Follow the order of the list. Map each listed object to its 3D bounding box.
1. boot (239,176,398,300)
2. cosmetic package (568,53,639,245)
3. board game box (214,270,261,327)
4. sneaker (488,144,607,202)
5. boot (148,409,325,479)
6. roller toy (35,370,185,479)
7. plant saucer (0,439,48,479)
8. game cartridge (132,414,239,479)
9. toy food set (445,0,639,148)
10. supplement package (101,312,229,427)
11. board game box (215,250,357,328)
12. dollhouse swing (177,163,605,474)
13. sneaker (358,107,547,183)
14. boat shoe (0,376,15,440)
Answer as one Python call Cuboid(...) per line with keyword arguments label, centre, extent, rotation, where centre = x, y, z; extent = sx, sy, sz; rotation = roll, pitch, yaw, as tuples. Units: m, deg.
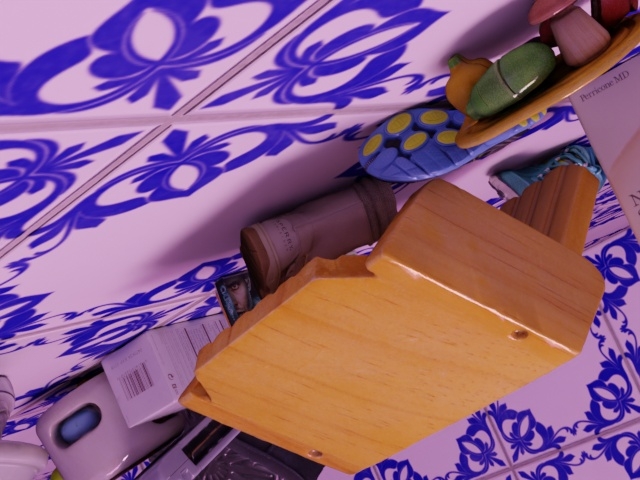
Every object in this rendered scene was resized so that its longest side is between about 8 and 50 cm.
Cuboid(label="boot", centre=(0.000, 0.000, 1.224), extent=(0.165, 0.077, 0.213), rotation=(-25, 170, -8))
Cuboid(label="cosmetic package", centre=(0.403, -0.051, 1.204), extent=(0.160, 0.309, 0.113), rotation=(-30, 169, 27))
Cuboid(label="board game box", centre=(-0.035, 0.086, 1.441), extent=(0.186, 0.126, 0.026), rotation=(-15, 167, -43))
Cuboid(label="sneaker", centre=(0.307, -0.081, 1.517), extent=(0.110, 0.107, 0.275), rotation=(-51, 163, 27))
Cuboid(label="boot", centre=(-0.108, 0.270, 2.061), extent=(0.146, 0.367, 0.445), rotation=(-60, 174, 33))
Cuboid(label="roller toy", centre=(-0.306, 0.264, 1.688), extent=(0.209, 0.146, 0.191), rotation=(-30, 173, -30))
Cuboid(label="plant saucer", centre=(-0.490, 0.288, 1.223), extent=(0.400, 0.101, 0.400), rotation=(-7, 164, -2))
Cuboid(label="game cartridge", centre=(-0.189, 0.307, 1.690), extent=(0.198, 0.062, 0.297), rotation=(-37, -178, 38))
Cuboid(label="toy food set", centre=(0.173, -0.152, 0.873), extent=(0.218, 0.071, 0.128), rotation=(-29, -167, 37))
Cuboid(label="supplement package", centre=(-0.192, 0.176, 1.606), extent=(0.105, 0.105, 0.179), rotation=(-33, 166, 34))
Cuboid(label="board game box", centre=(-0.010, 0.094, 1.537), extent=(0.259, 0.124, 0.039), rotation=(-14, 165, -45))
Cuboid(label="dollhouse swing", centre=(0.081, 0.027, 1.195), extent=(0.315, 0.305, 0.347), rotation=(27, 140, -23))
Cuboid(label="sneaker", centre=(0.119, -0.089, 1.042), extent=(0.188, 0.067, 0.078), rotation=(-23, 164, -23))
Cuboid(label="boat shoe", centre=(-0.403, 0.207, 1.330), extent=(0.096, 0.088, 0.267), rotation=(-22, 170, -9))
